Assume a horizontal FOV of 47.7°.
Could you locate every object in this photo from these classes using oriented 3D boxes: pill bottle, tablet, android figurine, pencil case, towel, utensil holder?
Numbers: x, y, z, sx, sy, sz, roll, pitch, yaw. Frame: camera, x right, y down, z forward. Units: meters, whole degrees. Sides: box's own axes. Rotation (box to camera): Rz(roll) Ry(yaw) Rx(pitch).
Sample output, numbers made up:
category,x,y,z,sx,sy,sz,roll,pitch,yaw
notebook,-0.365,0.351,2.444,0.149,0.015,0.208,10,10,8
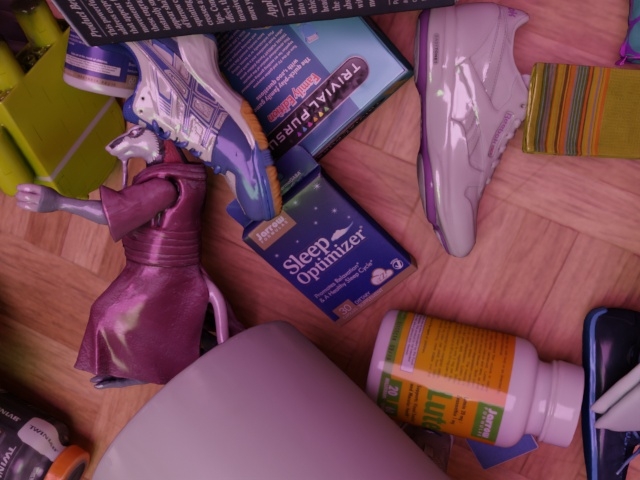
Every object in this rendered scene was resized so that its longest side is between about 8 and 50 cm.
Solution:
category,x,y,z,sx,sy,sz,roll,pitch,yaw
pill bottle,-0.480,0.309,1.110,0.246,0.130,0.130,25,106,9
tablet,0.242,0.270,0.970,0.083,0.006,0.054,-30,92,19
android figurine,-0.337,-0.164,0.925,0.056,0.248,0.273,9,144,19
pencil case,0.365,-0.272,0.798,0.070,0.064,0.151,-4,100,0
towel,0.350,-0.142,0.816,0.237,0.021,0.102,3,104,-3
utensil holder,-0.011,0.324,0.787,0.385,0.327,0.327,44,109,21
pill bottle,-0.249,-0.264,0.869,0.094,0.094,0.169,18,106,11
pill bottle,0.188,0.176,0.896,0.246,0.136,0.136,12,104,13

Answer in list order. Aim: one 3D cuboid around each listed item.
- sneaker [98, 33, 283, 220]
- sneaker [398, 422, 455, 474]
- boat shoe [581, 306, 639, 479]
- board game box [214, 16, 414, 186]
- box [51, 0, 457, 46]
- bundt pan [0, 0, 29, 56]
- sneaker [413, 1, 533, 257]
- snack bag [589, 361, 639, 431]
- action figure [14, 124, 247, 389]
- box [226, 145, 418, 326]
category,x,y,z,sx,sy,sz,roll,pitch,yaw
sneaker,-0.151,-0.141,0.828,0.131,0.112,0.296,-29,92,-12
sneaker,0.099,0.364,0.969,0.105,0.115,0.281,16,104,12
boat shoe,0.366,0.212,0.874,0.089,0.109,0.258,-1,103,12
board game box,-0.085,-0.254,0.916,0.254,0.079,0.336,-40,89,20
box,-0.074,-0.383,0.690,0.395,0.212,0.293,-3,69,9
bundt pan,-0.496,-0.224,0.989,0.331,0.124,0.330,7,103,30
sneaker,0.188,-0.125,0.850,0.152,0.114,0.305,-3,107,1
snack bag,0.485,0.118,0.708,0.343,0.323,0.037,0,57,-3
action figure,-0.197,0.013,0.913,0.276,0.248,0.370,10,106,12
box,0.000,0.000,0.923,0.136,0.036,0.225,-39,111,20
